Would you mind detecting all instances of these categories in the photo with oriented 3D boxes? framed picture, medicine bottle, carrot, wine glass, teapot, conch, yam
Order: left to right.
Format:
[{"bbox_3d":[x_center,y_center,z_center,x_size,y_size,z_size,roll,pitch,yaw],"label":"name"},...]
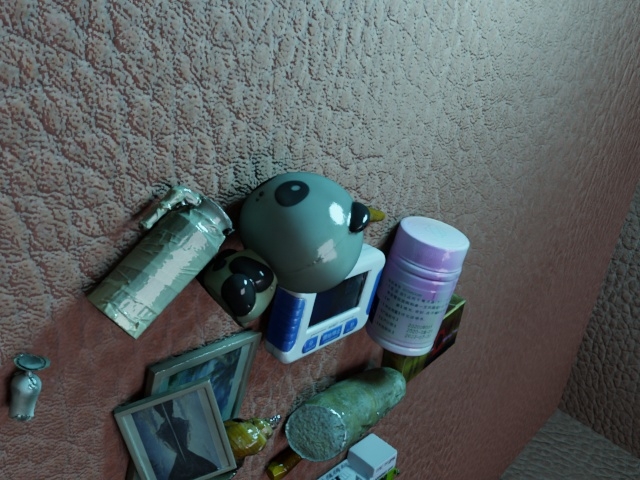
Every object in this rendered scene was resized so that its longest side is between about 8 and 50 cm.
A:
[{"bbox_3d":[-0.360,0.182,0.920,0.042,0.039,0.083,-3,118,-43],"label":"wine glass"},{"bbox_3d":[-0.211,0.018,0.967,0.200,0.077,0.107,-49,128,-17],"label":"teapot"},{"bbox_3d":[-0.221,0.311,1.166,0.150,0.015,0.203,-17,125,-13],"label":"framed picture"},{"bbox_3d":[-0.216,0.306,1.252,0.232,0.024,0.315,-16,129,-49],"label":"framed picture"},{"bbox_3d":[-0.171,0.362,1.279,0.232,0.080,0.086,-38,112,1],"label":"conch"},{"bbox_3d":[-0.049,0.458,1.615,0.170,0.042,0.042,-30,139,-43],"label":"carrot"},{"bbox_3d":[0.076,0.362,1.622,0.330,0.133,0.133,-17,130,-49],"label":"yam"},{"bbox_3d":[0.092,-0.047,1.386,0.093,0.032,0.032,6,112,-61],"label":"carrot"},{"bbox_3d":[0.197,0.093,1.540,0.152,0.152,0.254,-14,128,-50],"label":"medicine bottle"}]

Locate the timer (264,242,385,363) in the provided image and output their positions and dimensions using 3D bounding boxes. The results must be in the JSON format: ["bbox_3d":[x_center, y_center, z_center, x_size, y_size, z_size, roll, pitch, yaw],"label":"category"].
[{"bbox_3d":[0.005,0.105,1.347,0.253,0.078,0.178,-16,127,-49],"label":"timer"}]

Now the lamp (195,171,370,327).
[{"bbox_3d":[-0.054,0.007,1.069,0.244,0.197,0.198,-37,144,-20],"label":"lamp"}]

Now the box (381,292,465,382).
[{"bbox_3d":[0.250,0.241,1.828,0.240,0.071,0.159,-29,136,-39],"label":"box"}]

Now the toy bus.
[{"bbox_3d":[0.065,0.610,1.848,0.301,0.113,0.139,-22,130,-44],"label":"toy bus"}]
